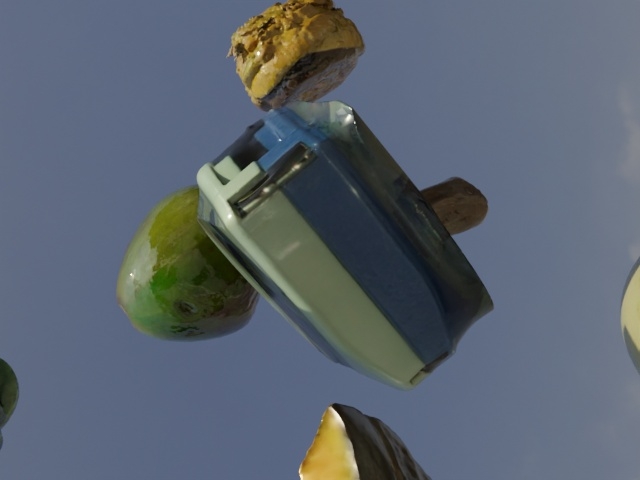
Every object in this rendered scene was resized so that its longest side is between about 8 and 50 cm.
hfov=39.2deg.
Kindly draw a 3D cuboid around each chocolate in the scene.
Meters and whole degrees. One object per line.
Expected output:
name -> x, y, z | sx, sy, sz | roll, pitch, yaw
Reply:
chocolate -> 0.125, -0.038, 0.895 | 0.101, 0.031, 0.064 | -20, -126, -39

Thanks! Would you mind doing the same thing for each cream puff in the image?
cream puff -> -0.039, -0.253, 1.207 | 0.189, 0.189, 0.129 | -27, -102, -41

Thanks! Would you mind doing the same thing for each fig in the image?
fig -> -0.150, 0.032, 1.052 | 0.191, 0.181, 0.181 | -34, -75, -21

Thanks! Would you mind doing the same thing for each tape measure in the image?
tape measure -> 0.000, 0.001, 0.835 | 0.138, 0.262, 0.259 | -43, -63, -9

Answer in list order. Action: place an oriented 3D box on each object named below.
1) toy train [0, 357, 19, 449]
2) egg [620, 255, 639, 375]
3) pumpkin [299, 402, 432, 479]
toy train -> -0.382, 0.097, 0.689 | 0.221, 0.304, 0.150 | -37, -31, -23
egg -> 0.349, 0.070, 0.702 | 0.186, 0.242, 0.186 | -6, -76, -26
pumpkin -> -0.014, 0.236, 0.368 | 0.139, 0.190, 0.280 | 43, -152, -47
